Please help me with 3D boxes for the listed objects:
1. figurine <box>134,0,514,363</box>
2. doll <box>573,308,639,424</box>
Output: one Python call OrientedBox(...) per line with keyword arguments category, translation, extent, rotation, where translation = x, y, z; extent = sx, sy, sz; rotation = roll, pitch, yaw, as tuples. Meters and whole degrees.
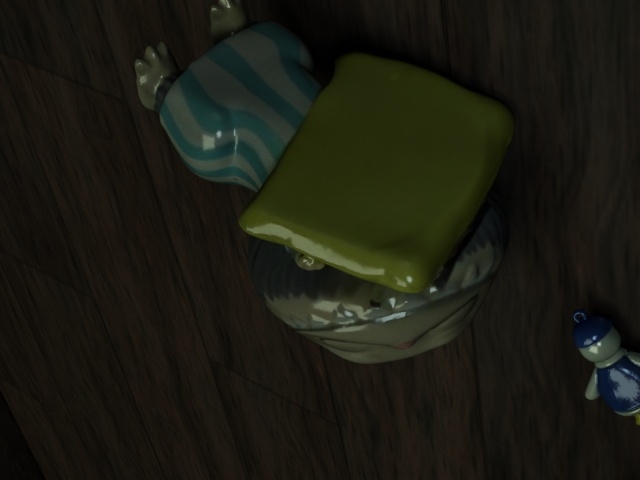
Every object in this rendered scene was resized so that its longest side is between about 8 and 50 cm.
OrientedBox(category="figurine", translation=(0.000, 0.000, 1.274), extent=(0.361, 0.266, 0.378), rotation=(37, 149, 22))
OrientedBox(category="doll", translation=(0.296, 0.125, 1.270), extent=(0.098, 0.058, 0.143), rotation=(-31, 103, 37))
